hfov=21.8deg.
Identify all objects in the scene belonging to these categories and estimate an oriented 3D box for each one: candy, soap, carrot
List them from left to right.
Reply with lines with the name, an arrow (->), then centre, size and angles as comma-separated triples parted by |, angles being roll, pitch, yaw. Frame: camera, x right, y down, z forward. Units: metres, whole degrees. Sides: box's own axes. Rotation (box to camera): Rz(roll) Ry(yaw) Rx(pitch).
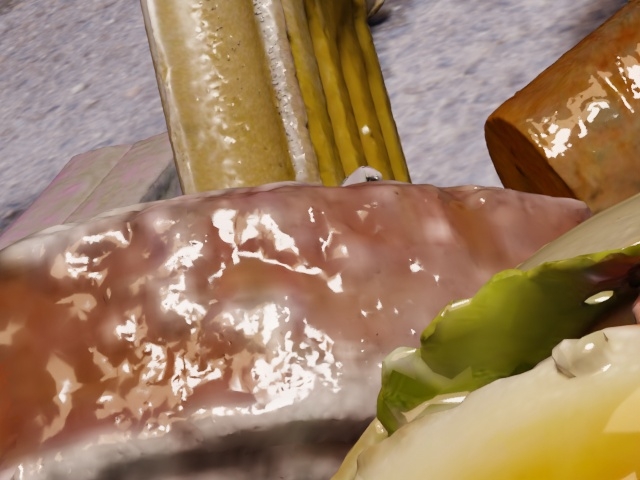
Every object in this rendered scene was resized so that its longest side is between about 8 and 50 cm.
candy -> -0.004, 0.074, 0.582 | 0.289, 0.214, 0.157 | -4, 55, -11
soap -> 0.000, 0.000, 0.769 | 0.080, 0.258, 0.160 | -18, -14, 18
carrot -> 0.231, -0.101, 0.829 | 0.301, 0.139, 0.139 | -28, 29, -8

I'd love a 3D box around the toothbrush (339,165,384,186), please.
toothbrush -> -0.053, 0.080, 0.688 | 0.288, 0.026, 0.024 | -52, 21, 23

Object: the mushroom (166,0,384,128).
mushroom -> -0.019, -0.133, 1.104 | 0.116, 0.093, 0.225 | -10, 31, 34

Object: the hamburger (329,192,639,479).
hamburger -> 0.125, 0.115, 0.376 | 0.300, 0.300, 0.176 | -15, 18, 15

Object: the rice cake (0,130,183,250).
rice cake -> -0.163, 0.036, 0.970 | 0.106, 0.050, 0.298 | -5, 34, 29

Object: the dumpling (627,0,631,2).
dumpling -> 0.234, -0.214, 1.012 | 0.250, 0.132, 0.162 | -32, 33, -15
